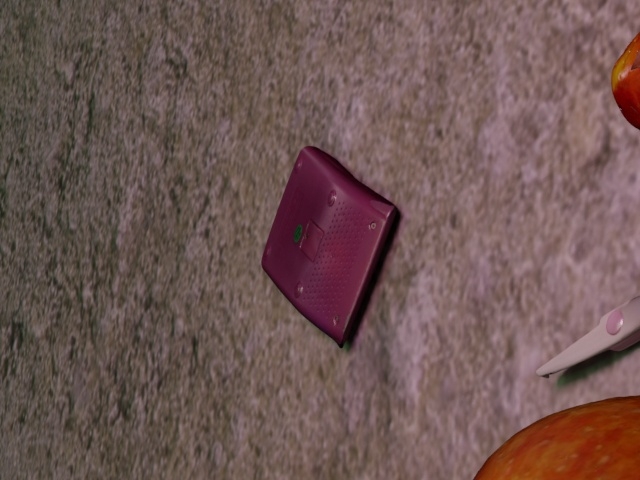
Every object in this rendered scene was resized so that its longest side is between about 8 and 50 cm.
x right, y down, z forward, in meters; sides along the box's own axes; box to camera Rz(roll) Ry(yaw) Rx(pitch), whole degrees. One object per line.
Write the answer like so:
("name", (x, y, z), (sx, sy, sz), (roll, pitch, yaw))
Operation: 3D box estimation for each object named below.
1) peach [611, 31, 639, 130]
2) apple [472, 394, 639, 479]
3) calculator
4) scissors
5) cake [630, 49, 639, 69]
("peach", (0.224, -0.111, 1.251), (0.083, 0.050, 0.077), (-31, 52, 47))
("apple", (0.180, 0.222, 0.965), (0.309, 0.250, 0.277), (33, 106, 58))
("calculator", (0.000, 0.000, 1.616), (0.190, 0.034, 0.126), (41, 115, 60))
("scissors", (0.201, 0.053, 1.241), (0.176, 0.022, 0.085), (-38, 44, 45))
("cake", (0.294, -0.153, 1.098), (0.287, 0.098, 0.135), (-35, 49, 44))
